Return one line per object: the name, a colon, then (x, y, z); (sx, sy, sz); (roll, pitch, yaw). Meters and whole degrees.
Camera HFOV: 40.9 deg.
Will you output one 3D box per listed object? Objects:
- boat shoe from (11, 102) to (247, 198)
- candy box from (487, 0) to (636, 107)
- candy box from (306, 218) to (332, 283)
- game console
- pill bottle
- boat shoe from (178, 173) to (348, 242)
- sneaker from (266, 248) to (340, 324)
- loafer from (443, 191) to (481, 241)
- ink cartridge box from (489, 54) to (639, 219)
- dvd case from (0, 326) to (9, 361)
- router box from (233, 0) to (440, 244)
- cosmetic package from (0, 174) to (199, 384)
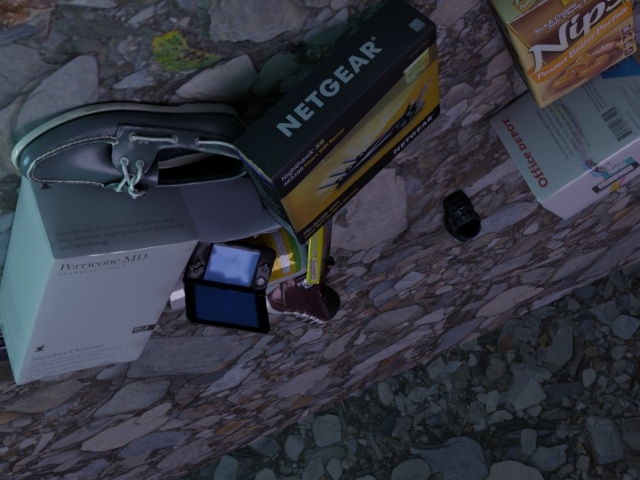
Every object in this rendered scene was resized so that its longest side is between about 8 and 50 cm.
boat shoe: (-0.237, -0.112, 1.134); (0.319, 0.099, 0.116); (-11, 153, -32)
candy box: (0.374, -0.338, 1.311); (0.183, 0.087, 0.316); (-32, 157, 13)
candy box: (0.000, 0.000, 1.514); (0.027, 0.105, 0.206); (3, -167, 5)
game console: (-0.140, 0.070, 1.373); (0.144, 0.085, 0.124); (12, 105, -26)
pill bottle: (-0.157, 0.033, 1.480); (0.246, 0.136, 0.136); (-20, 156, -15)
boat shoe: (-0.107, -0.060, 1.377); (0.306, 0.113, 0.105); (-14, 176, -12)
sneaker: (-0.007, 0.093, 1.818); (0.162, 0.106, 0.281); (-41, 153, 24)
loafer: (0.321, -0.034, 1.918); (0.076, 0.078, 0.223); (-28, 157, 4)
ink cartridge box: (0.496, -0.202, 1.594); (0.270, 0.198, 0.197); (-34, 157, 20)
dvd case: (-0.542, 0.168, 1.518); (0.221, 0.018, 0.164); (-4, 148, -41)
router box: (0.037, -0.161, 1.224); (0.309, 0.081, 0.243); (-44, 159, -8)
cosmetic package: (-0.350, 0.053, 1.296); (0.217, 0.156, 0.385); (-10, 153, -30)
